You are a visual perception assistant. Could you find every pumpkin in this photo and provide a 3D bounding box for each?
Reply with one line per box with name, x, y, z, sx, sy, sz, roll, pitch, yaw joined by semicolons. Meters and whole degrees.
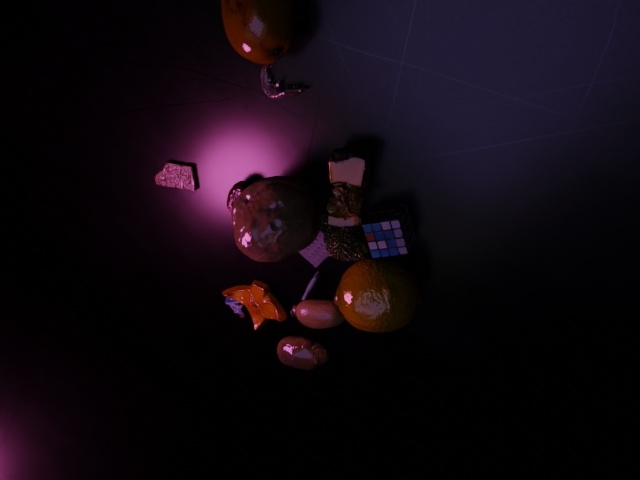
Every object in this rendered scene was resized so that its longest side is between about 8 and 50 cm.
pumpkin;-0.328;0.319;2.252;0.258;0.095;0.290;-31;100;37
pumpkin;0.100;-0.211;1.621;0.140;0.280;0.190;7;156;13

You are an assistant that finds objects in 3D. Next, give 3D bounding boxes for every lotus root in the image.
lotus root;-0.010;0.347;2.091;0.304;0.131;0.146;-3;115;28

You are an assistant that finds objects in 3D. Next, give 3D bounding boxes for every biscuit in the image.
biscuit;-0.696;-0.311;2.102;0.237;0.026;0.131;11;121;21

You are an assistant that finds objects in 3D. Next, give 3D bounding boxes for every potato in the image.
potato;-0.094;0.578;2.266;0.297;0.141;0.191;-7;117;26

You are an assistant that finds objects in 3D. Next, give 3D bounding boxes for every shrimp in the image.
shrimp;-0.143;-0.611;1.656;0.195;0.035;0.147;3;117;26

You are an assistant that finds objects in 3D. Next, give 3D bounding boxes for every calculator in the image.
calculator;0.000;0.000;1.951;0.161;0.021;0.261;43;128;-3

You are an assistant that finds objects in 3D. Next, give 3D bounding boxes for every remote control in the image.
remote control;-0.044;0.215;2.075;0.029;0.061;0.162;30;128;5

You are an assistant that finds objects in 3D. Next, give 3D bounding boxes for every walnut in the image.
walnut;-0.174;-0.085;1.776;0.382;0.381;0.380;12;123;19

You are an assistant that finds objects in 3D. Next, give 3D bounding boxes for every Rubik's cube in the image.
Rubik's cube;0.269;-0.038;1.716;0.151;0.155;0.154;-8;115;27

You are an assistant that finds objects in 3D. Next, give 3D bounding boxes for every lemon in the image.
lemon;0.235;0.219;1.796;0.337;0.336;0.335;12;123;19

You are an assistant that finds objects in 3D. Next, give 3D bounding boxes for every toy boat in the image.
toy boat;-0.464;0.353;2.386;0.106;0.034;0.149;10;135;17

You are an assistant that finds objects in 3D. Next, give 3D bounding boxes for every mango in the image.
mango;-0.214;-0.790;1.470;0.264;0.221;0.377;-9;105;33

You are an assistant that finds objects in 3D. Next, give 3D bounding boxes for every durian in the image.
durian;0.094;-0.026;1.768;0.177;0.200;0.236;-9;110;3

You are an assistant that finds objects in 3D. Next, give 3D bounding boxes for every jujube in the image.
jujube;-0.355;-0.186;1.960;0.176;0.109;0.112;-47;59;40
